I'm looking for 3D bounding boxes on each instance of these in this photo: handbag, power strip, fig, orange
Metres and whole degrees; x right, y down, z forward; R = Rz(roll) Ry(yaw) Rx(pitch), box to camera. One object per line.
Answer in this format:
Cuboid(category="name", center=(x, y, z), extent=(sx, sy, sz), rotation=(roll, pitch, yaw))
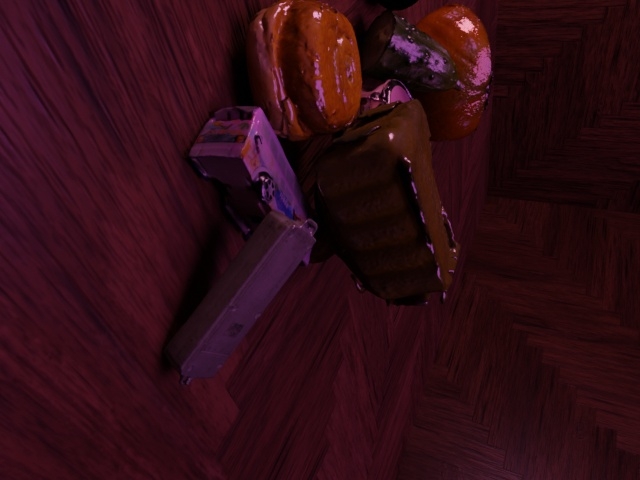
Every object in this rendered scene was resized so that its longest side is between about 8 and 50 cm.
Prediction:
Cuboid(category="handbag", center=(0.131, -0.246, 1.008), extent=(0.205, 0.116, 0.179), rotation=(49, 48, -45))
Cuboid(category="power strip", center=(-0.105, 0.072, 0.636), extent=(0.272, 0.052, 0.078), rotation=(-54, 150, 0))
Cuboid(category="fig", center=(0.011, -0.005, 0.911), extent=(0.166, 0.093, 0.093), rotation=(-6, 105, -61))
Cuboid(category="orange", center=(0.303, -0.412, 1.191), extent=(0.310, 0.274, 0.274), rotation=(-60, 162, 21))

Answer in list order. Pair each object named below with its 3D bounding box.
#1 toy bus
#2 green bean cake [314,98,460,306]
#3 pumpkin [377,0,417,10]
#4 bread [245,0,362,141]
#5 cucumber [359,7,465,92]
Cuboid(category="toy bus", center=(-0.081, -0.066, 0.702), extent=(0.274, 0.090, 0.112), rotation=(63, 36, -54))
Cuboid(category="green bean cake", center=(0.114, -0.064, 0.832), extent=(0.310, 0.202, 0.285), rotation=(68, 28, -18))
Cuboid(category="pumpkin", center=(0.178, -0.574, 0.981), extent=(0.194, 0.150, 0.194), rotation=(-36, 137, -43))
Cuboid(category="bread", center=(-0.018, -0.256, 0.718), extent=(0.236, 0.120, 0.198), rotation=(-39, 124, -59))
Cuboid(category="cucumber", center=(0.210, -0.379, 1.014), extent=(0.244, 0.134, 0.134), rotation=(19, 80, -24))
